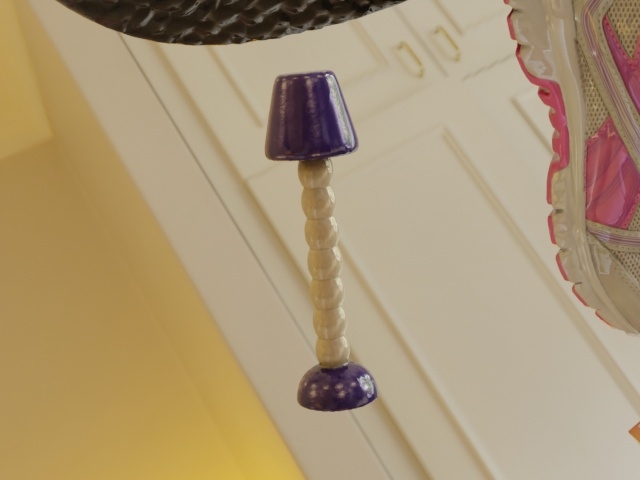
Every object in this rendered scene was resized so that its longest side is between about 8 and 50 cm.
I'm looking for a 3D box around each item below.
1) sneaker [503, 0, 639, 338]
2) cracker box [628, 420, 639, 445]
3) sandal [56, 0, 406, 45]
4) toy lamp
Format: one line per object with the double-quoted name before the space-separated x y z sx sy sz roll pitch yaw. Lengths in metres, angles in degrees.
"sneaker" 0.173 -0.056 0.509 0.111 0.252 0.103 -4 31 29
"cracker box" 0.406 0.186 0.948 0.156 0.067 0.232 -42 9 1
"sandal" 0.029 -0.208 0.522 0.446 0.107 0.167 -16 -44 -28
"toy lamp" 0.000 0.000 0.826 0.080 0.274 0.080 -5 9 1
